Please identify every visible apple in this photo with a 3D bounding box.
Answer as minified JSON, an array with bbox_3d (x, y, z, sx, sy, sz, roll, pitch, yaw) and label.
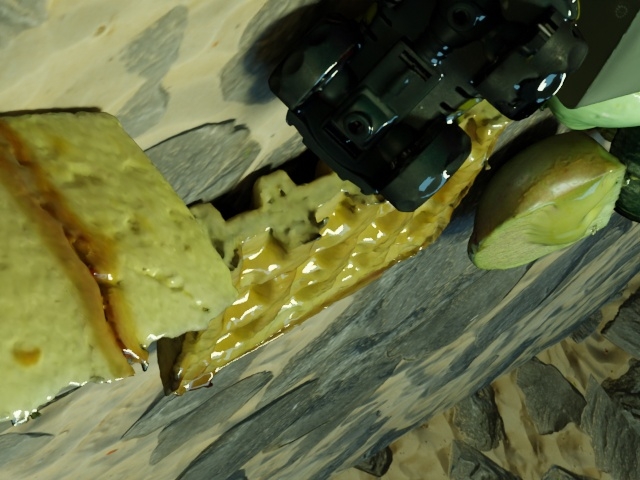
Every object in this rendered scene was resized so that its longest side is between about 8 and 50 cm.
[{"bbox_3d":[0.254,-0.047,1.481,0.193,0.120,0.265,-25,163,1],"label":"apple"}]

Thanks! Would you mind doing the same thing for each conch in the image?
[{"bbox_3d":[0.288,-0.169,1.237,0.143,0.137,0.250,-58,-168,-20],"label":"conch"}]

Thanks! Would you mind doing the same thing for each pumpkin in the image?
[{"bbox_3d":[0.422,-0.119,1.535,0.211,0.152,0.212,-46,152,-33],"label":"pumpkin"}]

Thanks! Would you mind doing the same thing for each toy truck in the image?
[{"bbox_3d":[0.083,-0.140,0.839,0.224,0.147,0.165,-45,-176,39],"label":"toy truck"}]

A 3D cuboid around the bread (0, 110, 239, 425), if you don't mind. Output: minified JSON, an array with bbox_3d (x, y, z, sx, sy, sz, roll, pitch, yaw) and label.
[{"bbox_3d":[-0.181,0.036,0.690,0.240,0.178,0.135,-19,156,-51],"label":"bread"}]

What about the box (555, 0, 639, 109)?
[{"bbox_3d":[0.243,-0.210,0.929,0.135,0.163,0.243,-21,161,-17],"label":"box"}]

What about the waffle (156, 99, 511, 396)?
[{"bbox_3d":[0.001,0.000,1.155,0.348,0.077,0.304,-29,164,-24],"label":"waffle"}]
